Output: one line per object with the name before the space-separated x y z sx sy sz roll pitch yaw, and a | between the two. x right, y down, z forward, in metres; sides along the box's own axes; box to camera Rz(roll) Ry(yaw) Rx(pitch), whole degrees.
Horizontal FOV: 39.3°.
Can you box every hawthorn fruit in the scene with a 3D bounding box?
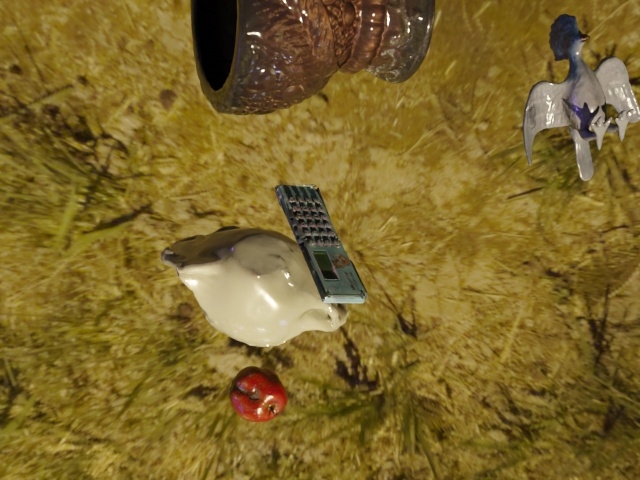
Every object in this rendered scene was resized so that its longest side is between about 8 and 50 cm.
hawthorn fruit | -0.093 0.235 1.362 0.093 0.093 0.093 0 89 2

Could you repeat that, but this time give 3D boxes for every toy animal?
toy animal | 0.418 -0.221 1.421 0.239 0.255 0.176 -17 46 -16

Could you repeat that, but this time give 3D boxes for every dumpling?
dumpling | -0.082 0.047 1.174 0.258 0.193 0.147 20 112 -10

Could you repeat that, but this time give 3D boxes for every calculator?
calculator | 0.000 0.000 0.954 0.057 0.018 0.172 1 45 -27

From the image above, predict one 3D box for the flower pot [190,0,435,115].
flower pot | -0.011 -0.298 1.156 0.267 0.267 0.266 -5 89 -20
